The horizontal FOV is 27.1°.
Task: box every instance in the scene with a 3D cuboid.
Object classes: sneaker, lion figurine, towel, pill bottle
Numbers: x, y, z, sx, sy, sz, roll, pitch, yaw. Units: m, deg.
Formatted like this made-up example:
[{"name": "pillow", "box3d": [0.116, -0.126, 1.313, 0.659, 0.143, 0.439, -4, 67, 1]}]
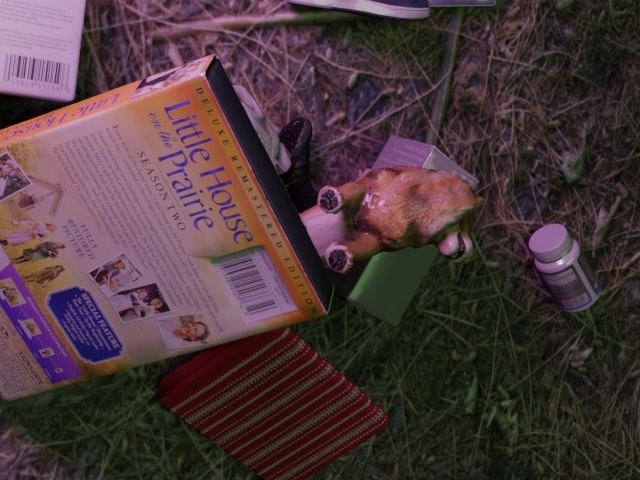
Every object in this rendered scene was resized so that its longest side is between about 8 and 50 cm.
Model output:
[{"name": "sneaker", "box3d": [-0.034, -0.075, 1.788, 0.089, 0.051, 0.170, 28, 84, -39]}, {"name": "lion figurine", "box3d": [0.000, 0.000, 1.688, 0.240, 0.392, 0.142, -18, 95, -61]}, {"name": "towel", "box3d": [-0.060, 0.217, 1.758, 0.199, 0.031, 0.275, -35, 126, 16]}, {"name": "pill bottle", "box3d": [0.391, 0.044, 2.131, 0.078, 0.078, 0.137, -48, 123, -23]}, {"name": "sneaker", "box3d": [0.067, -0.383, 1.790, 0.226, 0.086, 0.163, 4, 97, -36]}, {"name": "sneaker", "box3d": [-0.128, -0.094, 1.593, 0.330, 0.122, 0.146, -76, 144, -66]}]

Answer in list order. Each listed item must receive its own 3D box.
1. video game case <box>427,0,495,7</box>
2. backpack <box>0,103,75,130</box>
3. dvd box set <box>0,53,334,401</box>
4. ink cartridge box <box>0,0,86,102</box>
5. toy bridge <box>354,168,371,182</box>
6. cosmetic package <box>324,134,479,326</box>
[{"name": "video game case", "box3d": [0.185, -0.440, 1.920, 0.183, 0.023, 0.201, -9, 103, -38]}, {"name": "backpack", "box3d": [-0.259, -0.082, 1.546, 0.188, 0.144, 0.165, -22, 108, -44]}, {"name": "dvd box set", "box3d": [-0.235, 0.000, 1.432, 0.307, 0.420, 0.062, 62, 22, -27]}, {"name": "ink cartridge box", "box3d": [-0.378, -0.280, 1.395, 0.275, 0.060, 0.238, 5, 93, -39]}, {"name": "toy bridge", "box3d": [0.098, -0.020, 1.916, 0.063, 0.026, 0.188, -49, 123, -20]}, {"name": "cosmetic package", "box3d": [0.100, -0.014, 1.827, 0.107, 0.127, 0.238, 34, 85, -30]}]
